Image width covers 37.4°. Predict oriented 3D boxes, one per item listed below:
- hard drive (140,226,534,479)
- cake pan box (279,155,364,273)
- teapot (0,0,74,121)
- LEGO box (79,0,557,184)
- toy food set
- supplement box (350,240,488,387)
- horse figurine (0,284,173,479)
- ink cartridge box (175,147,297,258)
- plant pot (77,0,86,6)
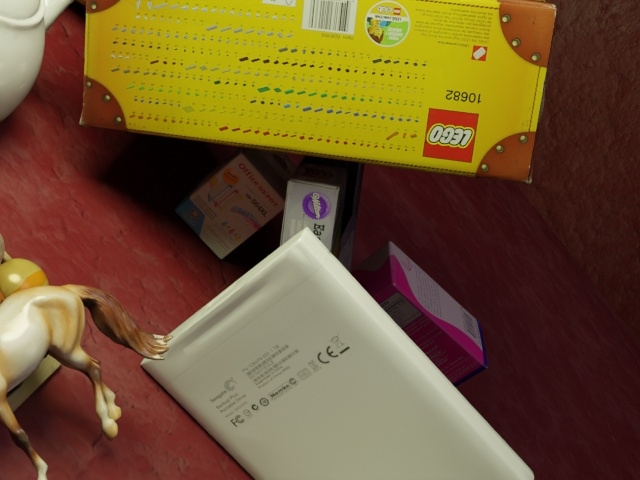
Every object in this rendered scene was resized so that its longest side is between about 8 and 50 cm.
[{"bbox_3d":[0.018,0.184,0.975,0.353,0.233,0.047,48,24,-11],"label":"hard drive"},{"bbox_3d":[0.000,0.000,1.212,0.070,0.267,0.246,9,23,6],"label":"cake pan box"},{"bbox_3d":[-0.368,-0.239,0.928,0.252,0.187,0.256,37,28,-31],"label":"teapot"},{"bbox_3d":[0.009,-0.228,1.163,0.500,0.193,0.372,8,16,5],"label":"LEGO box"},{"bbox_3d":[-0.278,0.046,0.804,0.192,0.038,0.132,64,21,-16],"label":"toy food set"},{"bbox_3d":[0.140,0.124,1.444,0.220,0.114,0.111,43,26,-24],"label":"supplement box"},{"bbox_3d":[-0.232,0.104,0.755,0.263,0.066,0.175,-38,110,-54],"label":"horse figurine"},{"bbox_3d":[-0.099,-0.064,1.228,0.092,0.143,0.090,47,24,-10],"label":"ink cartridge box"},{"bbox_3d":[-0.339,-0.474,1.281,0.239,0.254,0.254,29,29,-12],"label":"plant pot"}]
